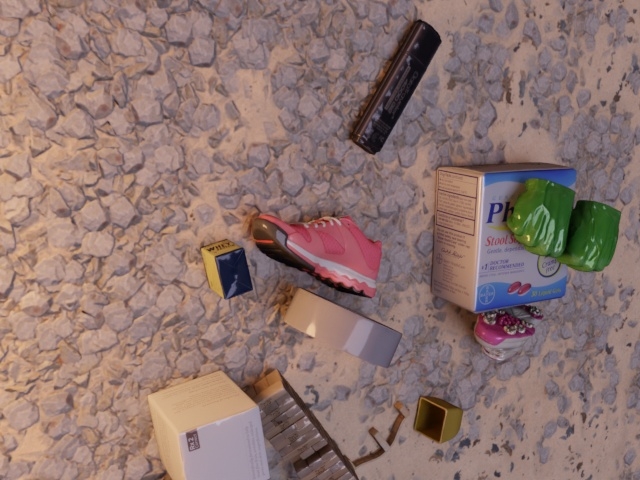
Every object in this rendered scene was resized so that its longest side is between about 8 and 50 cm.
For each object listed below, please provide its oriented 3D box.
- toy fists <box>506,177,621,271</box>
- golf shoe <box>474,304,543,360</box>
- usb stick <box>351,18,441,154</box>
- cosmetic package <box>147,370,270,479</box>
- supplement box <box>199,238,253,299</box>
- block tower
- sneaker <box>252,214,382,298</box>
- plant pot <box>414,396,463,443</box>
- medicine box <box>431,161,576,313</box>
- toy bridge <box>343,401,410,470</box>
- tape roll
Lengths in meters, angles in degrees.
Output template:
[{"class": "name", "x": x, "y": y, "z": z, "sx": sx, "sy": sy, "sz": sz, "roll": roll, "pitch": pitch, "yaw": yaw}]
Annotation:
[{"class": "toy fists", "x": 0.495, "y": -0.021, "z": 1.555, "sx": 0.279, "sy": 0.096, "sz": 0.142, "roll": 18, "pitch": 82, "yaw": -30}, {"class": "golf shoe", "x": 0.399, "y": 0.213, "z": 1.664, "sx": 0.306, "sy": 0.115, "sz": 0.140, "roll": -5, "pitch": 122, "yaw": -59}, {"class": "usb stick", "x": 0.150, "y": -0.301, "z": 1.499, "sx": 0.077, "sy": 0.045, "sz": 0.278, "roll": 32, "pitch": 85, "yaw": -38}, {"class": "cosmetic package", "x": -0.202, "y": 0.350, "z": 1.371, "sx": 0.151, "sy": 0.183, "sz": 0.151, "roll": -16, "pitch": 109, "yaw": -25}, {"class": "supplement box", "x": -0.170, "y": 0.051, "z": 1.378, "sx": 0.056, "sy": 0.083, "sz": 0.083, "roll": -19, "pitch": 110, "yaw": -24}, {"class": "block tower", "x": -0.033, "y": 0.403, "z": 1.519, "sx": 0.091, "sy": 0.097, "sz": 0.335, "roll": -34, "pitch": 117, "yaw": -2}, {"class": "sneaker", "x": 0.000, "y": 0.000, "z": 1.463, "sx": 0.314, "sy": 0.116, "sz": 0.136, "roll": 29, "pitch": 76, "yaw": -38}, {"class": "plant pot", "x": 0.273, "y": 0.398, "z": 1.710, "sx": 0.083, "sy": 0.081, "sz": 0.082, "roll": 4, "pitch": 99, "yaw": -40}, {"class": "medicine box", "x": 0.390, "y": -0.016, "z": 1.637, "sx": 0.263, "sy": 0.149, "sz": 0.289, "roll": -6, "pitch": 105, "yaw": -28}, {"class": "toy bridge", "x": 0.130, "y": 0.435, "z": 1.667, "sx": 0.188, "sy": 0.026, "sz": 0.063, "roll": -41, "pitch": 118, "yaw": -15}, {"class": "tape roll", "x": 0.042, "y": 0.163, "z": 1.444, "sx": 0.219, "sy": 0.219, "sz": 0.072, "roll": 27, "pitch": 86, "yaw": -31}]
